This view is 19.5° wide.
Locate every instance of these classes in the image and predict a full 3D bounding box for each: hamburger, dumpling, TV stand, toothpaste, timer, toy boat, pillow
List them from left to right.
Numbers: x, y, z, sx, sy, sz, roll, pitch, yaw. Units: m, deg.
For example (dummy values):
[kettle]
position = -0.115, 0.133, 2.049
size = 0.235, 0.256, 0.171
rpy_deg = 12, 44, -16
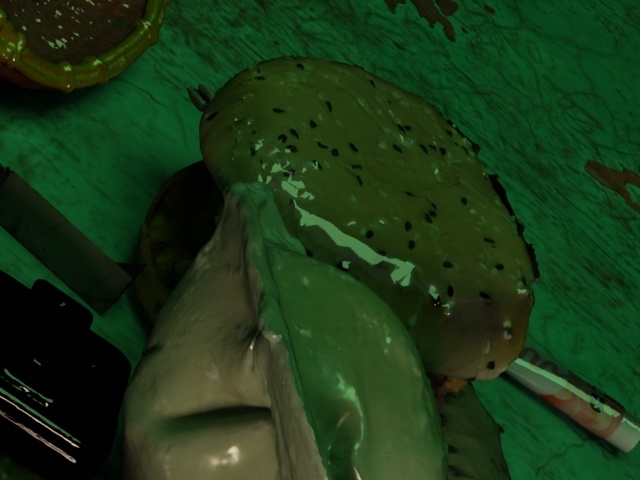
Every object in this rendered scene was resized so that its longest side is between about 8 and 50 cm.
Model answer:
[TV stand]
position = -0.243, -0.049, 1.409
size = 0.256, 0.049, 0.040
rpy_deg = 42, 32, 0
[timer]
position = -0.196, 0.080, 1.260
size = 0.144, 0.055, 0.187
rpy_deg = 34, 15, -11
[toy boat]
position = -0.214, -0.194, 1.564
size = 0.141, 0.099, 0.318
rpy_deg = 46, 31, 0
[dumpling]
position = -0.014, 0.128, 1.224
size = 0.212, 0.270, 0.320
rpy_deg = -27, 73, -42
[hamburger]
position = 0.000, 0.000, 1.472
size = 0.277, 0.195, 0.318
rpy_deg = 17, 35, -34
[pillow]
position = 0.119, 0.183, 1.513
size = 0.093, 0.051, 0.241
rpy_deg = 20, 38, -21
[toothpaste]
position = 0.202, 0.123, 1.686
size = 0.205, 0.036, 0.056
rpy_deg = 34, 36, -6

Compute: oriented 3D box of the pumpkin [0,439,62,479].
[pumpkin]
position = -0.204, 0.206, 1.118
size = 0.290, 0.095, 0.258
rpy_deg = 12, 31, -51
